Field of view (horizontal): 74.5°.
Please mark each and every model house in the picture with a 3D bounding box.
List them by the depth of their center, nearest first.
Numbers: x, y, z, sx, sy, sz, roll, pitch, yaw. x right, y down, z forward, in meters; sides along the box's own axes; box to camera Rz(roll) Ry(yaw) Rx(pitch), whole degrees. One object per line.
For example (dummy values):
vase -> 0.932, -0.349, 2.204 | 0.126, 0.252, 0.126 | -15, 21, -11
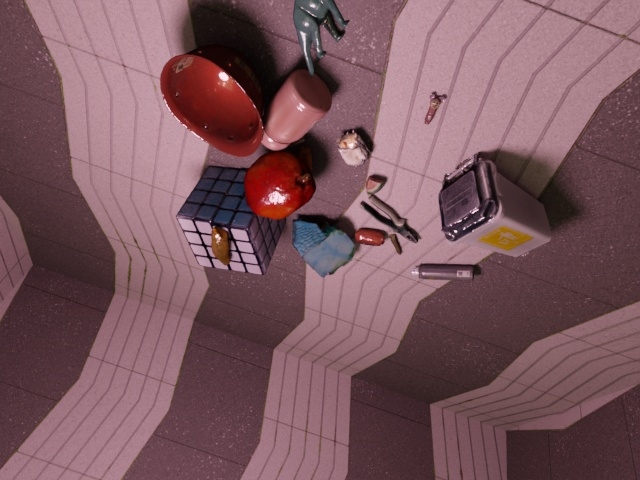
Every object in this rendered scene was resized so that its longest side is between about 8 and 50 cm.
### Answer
model house -> 0.000, 0.000, 2.005 | 0.225, 0.241, 0.261 | -40, 140, 0

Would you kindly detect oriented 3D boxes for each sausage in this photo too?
sausage -> 0.230, -0.014, 1.945 | 0.141, 0.076, 0.076 | 9, 142, 15

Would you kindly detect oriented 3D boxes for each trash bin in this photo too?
trash bin -> 0.634, -0.110, 1.536 | 0.367, 0.296, 0.256 | 19, 144, -23

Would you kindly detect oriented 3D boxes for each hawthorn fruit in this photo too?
hawthorn fruit -> -0.143, -0.223, 1.620 | 0.265, 0.265, 0.307 | 41, 146, -27

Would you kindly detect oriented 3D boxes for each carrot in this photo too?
carrot -> -0.060, -0.304, 1.720 | 0.060, 0.060, 0.186 | 14, 137, 6

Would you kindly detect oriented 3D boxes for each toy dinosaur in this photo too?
toy dinosaur -> -0.055, -0.710, 1.198 | 0.330, 0.129, 0.383 | 41, 140, -10

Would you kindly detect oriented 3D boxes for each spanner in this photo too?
spanner -> 0.313, -0.085, 1.847 | 0.324, 0.040, 0.095 | 36, 140, -19

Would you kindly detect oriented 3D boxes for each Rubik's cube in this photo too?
Rubik's cube -> -0.379, -0.091, 1.886 | 0.336, 0.345, 0.344 | 7, 142, 13

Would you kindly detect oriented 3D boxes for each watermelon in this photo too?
watermelon -> 0.219, -0.226, 1.697 | 0.092, 0.084, 0.072 | -29, 107, 0

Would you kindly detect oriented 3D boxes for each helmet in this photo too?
helmet -> -0.321, -0.505, 1.434 | 0.337, 0.230, 0.385 | -12, 135, 39

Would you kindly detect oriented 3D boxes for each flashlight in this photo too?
flashlight -> 0.370, -0.431, 1.397 | 0.051, 0.031, 0.110 | 16, 143, 3

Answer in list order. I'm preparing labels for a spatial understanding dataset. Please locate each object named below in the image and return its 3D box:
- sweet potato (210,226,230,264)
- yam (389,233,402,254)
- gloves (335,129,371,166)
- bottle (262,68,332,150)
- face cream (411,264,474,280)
sweet potato -> -0.402, 0.042, 1.718 | 0.076, 0.077, 0.244 | 13, 140, 7
yam -> 0.351, 0.021, 1.972 | 0.033, 0.027, 0.130 | -31, 129, -3
gloves -> 0.128, -0.341, 1.583 | 0.114, 0.071, 0.153 | -12, 140, 23
bottle -> -0.095, -0.436, 1.487 | 0.206, 0.173, 0.296 | 2, 156, -38
face cream -> 0.579, 0.152, 2.001 | 0.283, 0.073, 0.073 | 1, 139, 22
